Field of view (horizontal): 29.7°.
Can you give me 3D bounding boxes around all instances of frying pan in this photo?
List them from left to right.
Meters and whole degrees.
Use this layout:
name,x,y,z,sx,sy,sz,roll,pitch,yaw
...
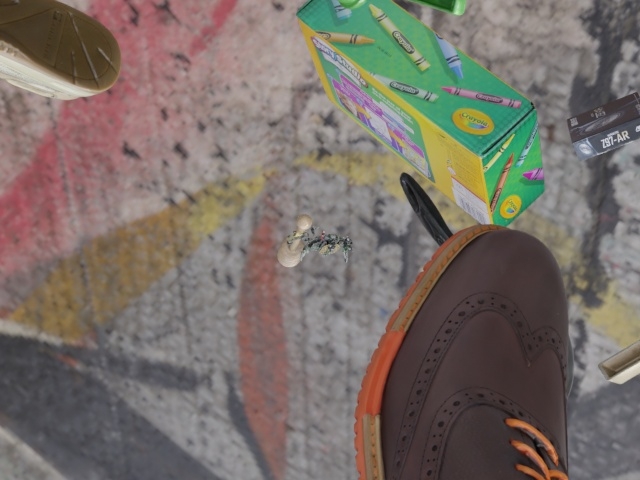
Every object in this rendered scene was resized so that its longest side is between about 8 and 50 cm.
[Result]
name,x,y,z,sx,sy,sz,roll,pitch,yaw
frying pan,0.188,0.076,1.380,0.326,0.053,0.197,50,148,45

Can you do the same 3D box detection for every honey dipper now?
name,x,y,z,sx,sy,sz,roll,pitch,yaw
honey dipper,-0.027,-0.002,1.429,0.030,0.030,0.160,38,162,2

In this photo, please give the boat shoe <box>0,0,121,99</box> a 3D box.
name,x,y,z,sx,sy,sz,roll,pitch,yaw
boat shoe,-0.343,-0.220,1.171,0.302,0.109,0.098,26,155,-33

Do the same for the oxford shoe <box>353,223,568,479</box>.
name,x,y,z,sx,sy,sz,roll,pitch,yaw
oxford shoe,0.068,0.103,0.437,0.097,0.271,0.098,29,145,-24

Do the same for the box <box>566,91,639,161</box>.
name,x,y,z,sx,sy,sz,roll,pitch,yaw
box,0.247,-0.098,1.033,0.067,0.083,0.018,-21,106,15

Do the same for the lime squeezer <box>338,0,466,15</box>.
name,x,y,z,sx,sy,sz,roll,pitch,yaw
lime squeezer,-0.007,-0.235,1.012,0.310,0.059,0.110,19,180,21

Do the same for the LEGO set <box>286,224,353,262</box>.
name,x,y,z,sx,sy,sz,roll,pitch,yaw
LEGO set,0.002,-0.001,1.103,0.054,0.023,0.083,-14,156,9

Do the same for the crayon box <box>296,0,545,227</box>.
name,x,y,z,sx,sy,sz,roll,pitch,yaw
crayon box,0.106,-0.147,1.277,0.278,0.081,0.165,42,169,28

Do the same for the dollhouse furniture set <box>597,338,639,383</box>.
name,x,y,z,sx,sy,sz,roll,pitch,yaw
dollhouse furniture set,0.344,0.107,1.268,0.114,0.091,0.081,-32,118,8
